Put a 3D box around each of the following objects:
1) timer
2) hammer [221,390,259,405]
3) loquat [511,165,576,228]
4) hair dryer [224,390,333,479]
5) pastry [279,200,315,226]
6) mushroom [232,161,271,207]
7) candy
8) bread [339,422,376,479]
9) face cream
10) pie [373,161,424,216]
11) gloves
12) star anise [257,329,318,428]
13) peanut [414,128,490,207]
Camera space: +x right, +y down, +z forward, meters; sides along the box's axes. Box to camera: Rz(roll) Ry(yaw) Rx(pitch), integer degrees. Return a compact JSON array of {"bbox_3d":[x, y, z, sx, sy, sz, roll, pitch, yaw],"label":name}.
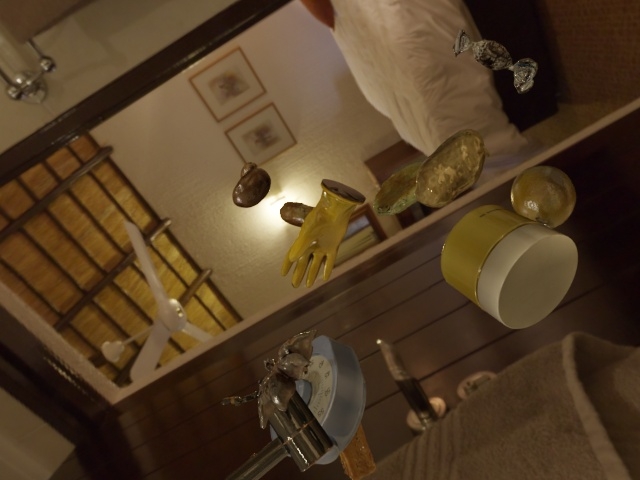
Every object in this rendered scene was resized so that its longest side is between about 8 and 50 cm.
[{"bbox_3d":[-0.022,0.532,1.468,0.173,0.395,0.395,31,-162,-25],"label":"timer"},{"bbox_3d":[-0.227,0.439,1.249,0.201,0.078,0.021,-35,68,55],"label":"hammer"},{"bbox_3d":[0.569,-0.108,1.157,0.152,0.152,0.195,53,-142,-49],"label":"loquat"},{"bbox_3d":[-0.156,0.547,1.156,0.189,0.352,0.107,52,-173,17],"label":"hair dryer"},{"bbox_3d":[-0.071,-0.088,1.571,0.153,0.081,0.153,16,179,0],"label":"pastry"},{"bbox_3d":[-0.181,-0.136,1.159,0.087,0.127,0.127,39,-176,7],"label":"mushroom"},{"bbox_3d":[0.426,-0.441,1.111,0.226,0.094,0.051,31,-128,-2],"label":"candy"},{"bbox_3d":[0.124,0.820,1.812,0.077,0.139,0.271,-169,57,-75],"label":"bread"},{"bbox_3d":[0.401,0.051,0.980,0.218,0.218,0.179,56,173,-35],"label":"face cream"},{"bbox_3d":[0.322,-0.197,1.750,0.071,0.306,0.306,43,-169,-17],"label":"pie"},{"bbox_3d":[0.001,0.001,1.152,0.133,0.294,0.116,22,-160,-9],"label":"gloves"},{"bbox_3d":[-0.079,0.274,0.902,0.063,0.208,0.172,33,-139,-12],"label":"star anise"},{"bbox_3d":[0.322,-0.171,1.115,0.129,0.224,0.129,43,179,1],"label":"peanut"}]
